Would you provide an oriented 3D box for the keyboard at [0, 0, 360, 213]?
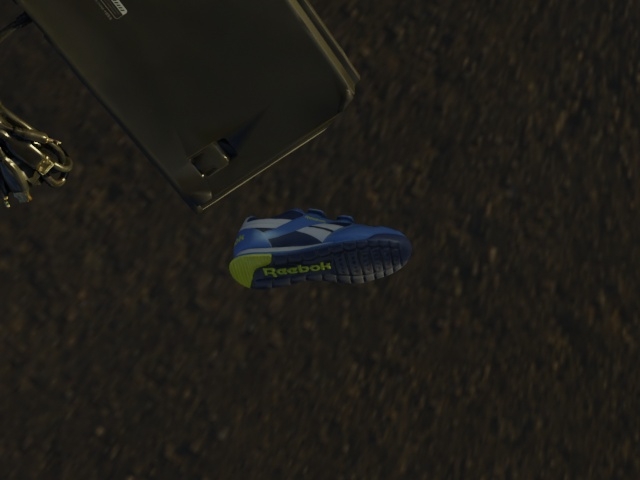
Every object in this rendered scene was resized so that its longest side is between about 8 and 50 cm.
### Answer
[{"bbox_3d":[-0.135,-0.133,1.014,0.201,0.033,0.317,-33,123,8],"label":"keyboard"}]

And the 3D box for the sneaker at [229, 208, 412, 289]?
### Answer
[{"bbox_3d":[0.000,0.000,1.543,0.144,0.059,0.053,-2,137,2],"label":"sneaker"}]
